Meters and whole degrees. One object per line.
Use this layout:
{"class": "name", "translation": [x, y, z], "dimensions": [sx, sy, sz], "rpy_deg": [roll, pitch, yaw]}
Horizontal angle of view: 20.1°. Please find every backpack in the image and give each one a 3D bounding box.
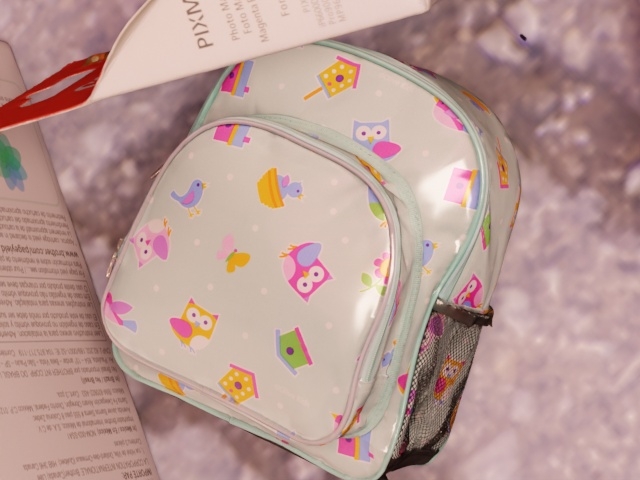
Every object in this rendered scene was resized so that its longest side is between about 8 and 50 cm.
{"class": "backpack", "translation": [0.000, 0.000, 0.832], "dimensions": [0.165, 0.144, 0.188], "rpy_deg": [24, 92, 22]}

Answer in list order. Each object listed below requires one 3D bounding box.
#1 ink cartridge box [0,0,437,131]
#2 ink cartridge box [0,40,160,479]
{"class": "ink cartridge box", "translation": [-0.048, -0.114, 0.825], "dimensions": [0.232, 0.189, 0.066], "rpy_deg": [-9, 105, 16]}
{"class": "ink cartridge box", "translation": [-0.200, 0.094, 0.820], "dimensions": [0.151, 0.270, 0.396], "rpy_deg": [-25, 79, 16]}
